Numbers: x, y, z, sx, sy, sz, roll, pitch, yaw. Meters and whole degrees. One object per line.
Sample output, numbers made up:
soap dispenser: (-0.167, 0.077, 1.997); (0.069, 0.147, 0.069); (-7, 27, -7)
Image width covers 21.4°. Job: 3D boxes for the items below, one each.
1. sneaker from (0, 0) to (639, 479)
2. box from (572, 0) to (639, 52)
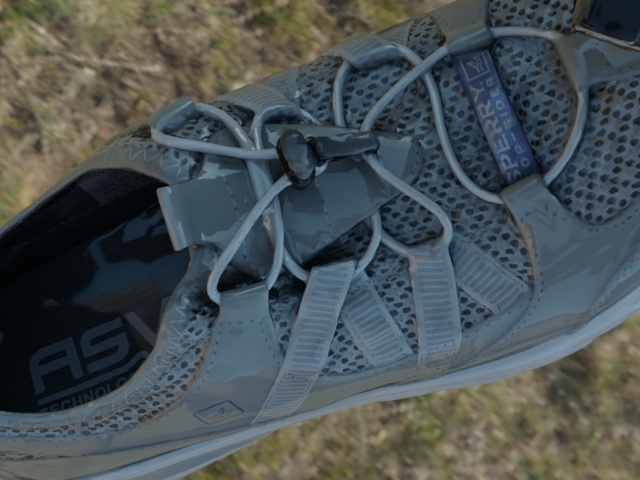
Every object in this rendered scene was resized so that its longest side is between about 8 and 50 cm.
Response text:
sneaker: (0.000, 0.000, 0.472); (0.281, 0.105, 0.115); (-31, 161, 13)
box: (0.166, -0.109, 0.420); (0.184, 0.261, 0.103); (17, 120, 0)
